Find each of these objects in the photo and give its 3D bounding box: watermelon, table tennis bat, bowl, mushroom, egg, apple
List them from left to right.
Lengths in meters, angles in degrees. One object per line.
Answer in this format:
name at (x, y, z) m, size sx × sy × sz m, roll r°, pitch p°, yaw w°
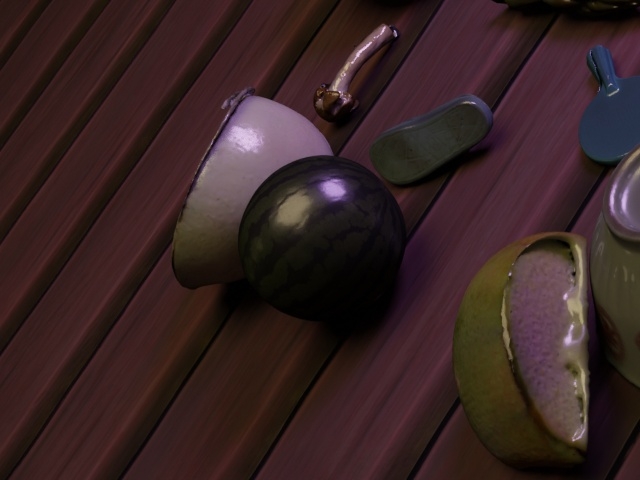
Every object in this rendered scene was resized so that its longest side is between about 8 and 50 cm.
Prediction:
egg at (-0.084, -0.047, 2.136) m, size 0.286 × 0.174 × 0.264 m, roll -65°, pitch -9°, yaw -2°
watermelon at (0.000, 0.000, 1.970) m, size 0.212 × 0.212 × 0.212 m, roll -29°, pitch 37°, yaw 26°
mushroom at (0.058, -0.249, 2.300) m, size 0.061 × 0.060 × 0.187 m, roll 22°, pitch 70°, yaw 45°
apple at (0.196, 0.119, 1.675) m, size 0.193 × 0.120 × 0.265 m, roll -35°, pitch 45°, yaw 55°
table tennis bat at (0.358, -0.169, 1.900) m, size 0.124 × 0.033 × 0.201 m, roll -32°, pitch 39°, yaw 19°
bowl at (0.388, -0.018, 1.599) m, size 0.337 × 0.157 × 0.337 m, roll -30°, pitch 36°, yaw 25°

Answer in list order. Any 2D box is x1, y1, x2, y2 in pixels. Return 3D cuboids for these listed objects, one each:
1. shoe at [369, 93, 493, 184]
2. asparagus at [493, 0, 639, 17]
shoe at (0.156, -0.138, 2.076) m, size 0.195 × 0.079 × 0.078 m, roll -27°, pitch 3°, yaw 41°
asparagus at (0.327, -0.335, 2.067) m, size 0.080 × 0.080 × 0.287 m, roll -54°, pitch 35°, yaw -9°
